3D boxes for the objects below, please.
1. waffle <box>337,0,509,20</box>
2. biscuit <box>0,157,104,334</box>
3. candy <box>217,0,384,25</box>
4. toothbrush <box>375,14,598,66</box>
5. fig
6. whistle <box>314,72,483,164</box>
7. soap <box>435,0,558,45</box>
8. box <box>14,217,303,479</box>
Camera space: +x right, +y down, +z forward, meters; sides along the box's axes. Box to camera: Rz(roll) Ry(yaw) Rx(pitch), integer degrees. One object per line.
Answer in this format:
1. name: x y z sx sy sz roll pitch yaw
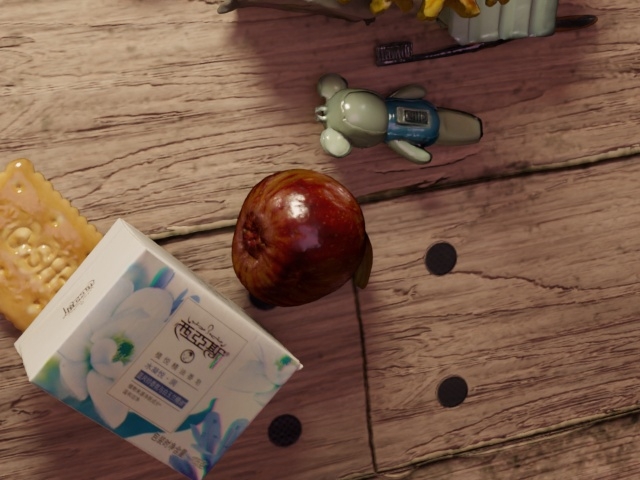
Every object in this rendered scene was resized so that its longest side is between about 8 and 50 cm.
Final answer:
1. waffle: 0.102 -0.385 1.080 0.260 0.069 0.292 2 103 -3
2. biscuit: -0.336 0.036 1.232 0.160 0.030 0.249 -41 111 -4
3. candy: -0.008 -0.346 1.187 0.195 0.137 0.184 5 101 -20
4. toothbrush: 0.224 -0.267 1.333 0.321 0.023 0.031 -11 115 -14
5. fig: -0.001 -0.005 1.265 0.207 0.175 0.175 0 103 -31
6. whistle: 0.101 -0.151 1.299 0.236 0.077 0.113 3 73 -23
7. soap: 0.221 -0.369 1.227 0.150 0.094 0.261 -7 129 -11
8. box: -0.195 0.139 1.231 0.203 0.116 0.274 -49 122 -1
